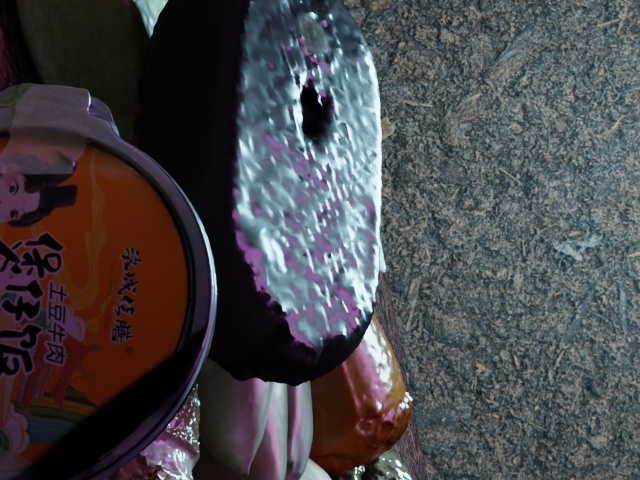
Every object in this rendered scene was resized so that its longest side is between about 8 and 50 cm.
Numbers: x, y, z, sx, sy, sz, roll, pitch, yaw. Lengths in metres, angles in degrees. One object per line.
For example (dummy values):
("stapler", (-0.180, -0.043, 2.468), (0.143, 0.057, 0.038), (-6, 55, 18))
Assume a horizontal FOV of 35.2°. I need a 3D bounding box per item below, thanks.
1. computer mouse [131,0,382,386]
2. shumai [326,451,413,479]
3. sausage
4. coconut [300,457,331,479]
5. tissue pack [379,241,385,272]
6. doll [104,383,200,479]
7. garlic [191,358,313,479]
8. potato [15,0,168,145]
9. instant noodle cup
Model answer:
("computer mouse", (-0.042, -0.054, 0.680), (0.183, 0.116, 0.323), (27, 52, -35))
("shumai", (0.032, 0.332, 1.081), (0.206, 0.166, 0.175), (-91, 170, -51))
("sausage", (-0.013, 0.109, 1.045), (0.268, 0.153, 0.141), (62, 13, 5))
("coconut", (-0.036, 0.252, 0.954), (0.110, 0.110, 0.124), (55, 31, -66))
("tissue pack", (0.000, 0.000, 1.319), (0.106, 0.149, 0.099), (59, 21, -62))
("doll", (-0.130, 0.095, 0.610), (0.115, 0.105, 0.221), (13, 56, -51))
("garlic", (-0.071, 0.074, 0.839), (0.279, 0.132, 0.325), (51, 39, -73))
("potato", (-0.166, -0.182, 0.740), (0.269, 0.112, 0.255), (42, 44, -69))
("instant noodle cup", (-0.136, 0.044, 0.500), (0.125, 0.177, 0.208), (91, 21, -72))
